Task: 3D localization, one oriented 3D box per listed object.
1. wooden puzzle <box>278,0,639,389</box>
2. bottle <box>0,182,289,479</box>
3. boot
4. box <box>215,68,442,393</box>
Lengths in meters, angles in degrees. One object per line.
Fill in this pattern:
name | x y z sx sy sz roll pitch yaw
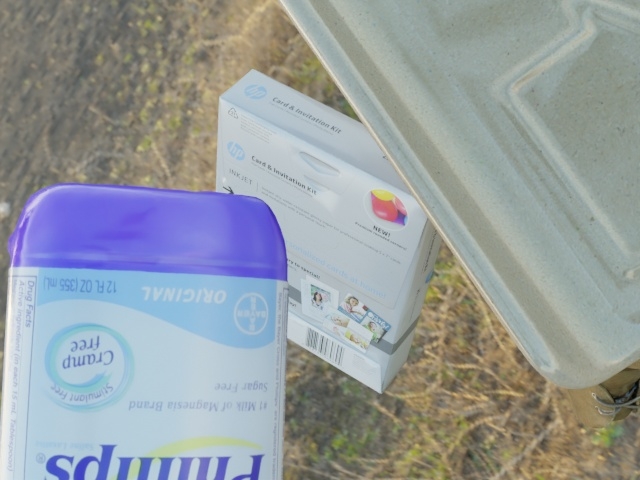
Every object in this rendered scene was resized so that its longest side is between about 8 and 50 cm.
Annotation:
wooden puzzle | 0.168 -0.150 0.494 0.348 0.080 0.322 -35 81 5
bottle | -0.076 0.120 0.423 0.092 0.118 0.282 166 108 -74
boot | 0.266 0.104 0.883 0.112 0.305 0.115 -13 85 -1
box | 0.000 0.000 0.646 0.145 0.186 0.038 29 53 18
